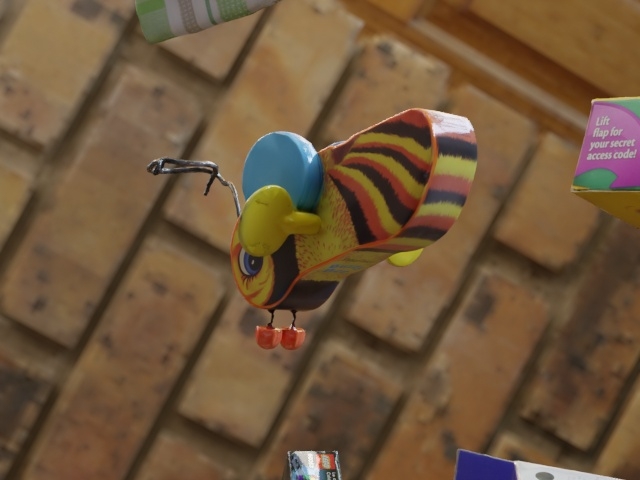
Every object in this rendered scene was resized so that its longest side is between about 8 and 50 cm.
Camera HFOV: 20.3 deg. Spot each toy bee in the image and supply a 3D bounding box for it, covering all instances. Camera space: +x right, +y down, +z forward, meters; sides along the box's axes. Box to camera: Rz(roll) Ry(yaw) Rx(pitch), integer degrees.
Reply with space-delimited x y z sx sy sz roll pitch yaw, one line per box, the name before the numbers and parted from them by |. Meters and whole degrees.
toy bee | 0.000 0.000 1.370 0.298 0.195 0.162 -16 -104 63

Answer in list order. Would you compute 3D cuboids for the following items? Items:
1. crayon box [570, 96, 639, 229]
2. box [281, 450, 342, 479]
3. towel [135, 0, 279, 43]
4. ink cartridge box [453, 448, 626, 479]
crayon box | 0.462 -0.033 1.580 0.363 0.313 0.106 0 -108 50
box | -0.015 0.308 1.502 0.233 0.044 0.159 103 -15 -47
towel | -0.081 -0.200 1.203 0.152 0.023 0.113 -12 -91 45
ink cartridge box | 0.188 0.277 1.357 0.045 0.208 0.206 -40 138 -67
